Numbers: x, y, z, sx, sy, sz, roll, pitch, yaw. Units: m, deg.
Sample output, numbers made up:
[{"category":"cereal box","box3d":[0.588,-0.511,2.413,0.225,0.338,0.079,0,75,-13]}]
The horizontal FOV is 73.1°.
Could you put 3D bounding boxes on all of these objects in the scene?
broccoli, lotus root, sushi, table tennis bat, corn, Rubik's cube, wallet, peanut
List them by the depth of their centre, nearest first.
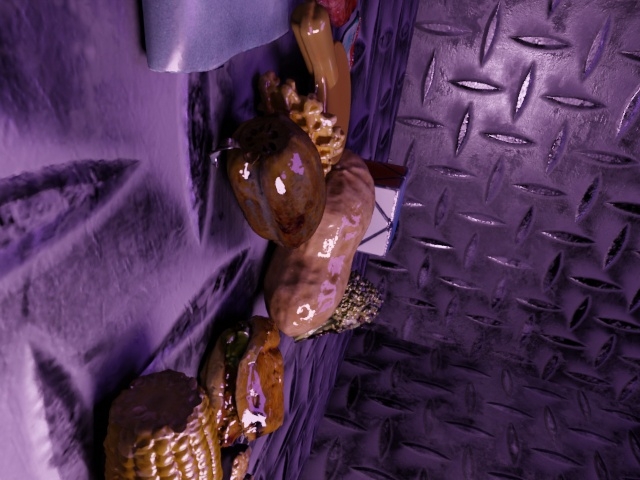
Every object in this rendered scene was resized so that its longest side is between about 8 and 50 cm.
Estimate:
[{"category":"wallet","box3d":[-0.079,-0.312,0.404,0.290,0.054,0.251,-63,165,-52]},{"category":"corn","box3d":[-0.179,0.309,0.498,0.131,0.131,0.343,-52,153,-63]},{"category":"lotus root","box3d":[-0.058,-0.075,0.610,0.122,0.124,0.241,-59,162,-22]},{"category":"table tennis bat","box3d":[0.015,-0.248,0.693,0.321,0.050,0.198,51,49,-71]},{"category":"peanut","box3d":[0.000,0.000,0.844,0.192,0.170,0.386,127,-20,-81]},{"category":"sushi","box3d":[-0.176,0.490,0.890,0.294,0.059,0.291,54,51,-74]},{"category":"broccoli","box3d":[0.024,0.155,1.197,0.242,0.273,0.180,-81,150,-82]},{"category":"Rubik's cube","box3d":[0.117,-0.101,1.197,0.205,0.208,0.204,-58,158,-60]}]

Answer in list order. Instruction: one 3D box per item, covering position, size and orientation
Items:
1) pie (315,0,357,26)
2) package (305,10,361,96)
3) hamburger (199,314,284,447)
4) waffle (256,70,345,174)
[{"category":"pie","box3d":[0.035,-0.485,0.744,0.204,0.054,0.218,85,20,-57]},{"category":"package","box3d":[0.024,-0.314,0.830,0.231,0.040,0.166,-58,171,-31]},{"category":"hamburger","box3d":[-0.114,0.228,0.709,0.183,0.130,0.205,55,48,-78]},{"category":"waffle","box3d":[-0.048,-0.156,0.667,0.192,0.161,0.046,-41,-155,53]}]
